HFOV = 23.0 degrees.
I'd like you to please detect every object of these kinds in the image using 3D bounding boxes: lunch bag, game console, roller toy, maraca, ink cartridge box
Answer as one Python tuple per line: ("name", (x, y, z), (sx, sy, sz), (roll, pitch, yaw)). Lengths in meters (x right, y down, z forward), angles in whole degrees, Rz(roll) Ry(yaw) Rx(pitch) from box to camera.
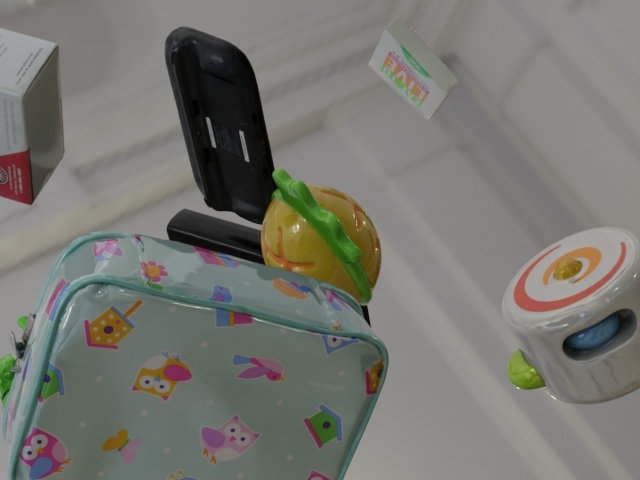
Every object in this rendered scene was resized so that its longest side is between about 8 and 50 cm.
("lunch bag", (-0.107, 0.122, 1.222), (0.279, 0.108, 0.224), (13, -68, -20))
("game console", (-0.064, -0.037, 1.499), (0.044, 0.213, 0.361), (-47, -39, -37))
("roller toy", (0.316, 0.080, 1.835), (0.191, 0.146, 0.209), (-3, 36, 49))
("maraca", (0.000, 0.000, 1.365), (0.099, 0.127, 0.186), (-43, -16, -12))
("ink cartridge box", (-0.306, -0.116, 1.294), (0.127, 0.175, 0.072), (96, -167, -47))

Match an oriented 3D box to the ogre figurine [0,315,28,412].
("ogre figurine", (-0.274, 0.133, 1.697), (0.197, 0.118, 0.097), (-50, -29, 15))

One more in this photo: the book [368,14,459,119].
("book", (0.104, -0.187, 1.730), (0.035, 0.096, 0.144), (-42, -3, -9))
